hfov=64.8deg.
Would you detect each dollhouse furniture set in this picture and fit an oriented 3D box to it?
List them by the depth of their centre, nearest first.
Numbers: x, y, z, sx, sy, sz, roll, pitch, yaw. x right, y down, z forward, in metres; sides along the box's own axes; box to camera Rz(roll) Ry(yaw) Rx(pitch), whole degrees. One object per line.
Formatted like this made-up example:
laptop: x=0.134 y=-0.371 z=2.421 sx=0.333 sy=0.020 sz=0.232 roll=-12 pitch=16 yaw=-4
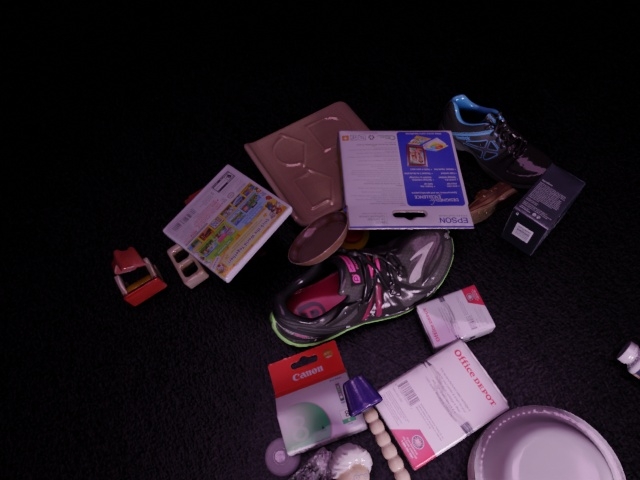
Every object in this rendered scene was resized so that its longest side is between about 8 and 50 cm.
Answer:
dollhouse furniture set: x=-0.342 y=0.038 z=1.267 sx=0.374 sy=0.201 sz=0.152 roll=-33 pitch=65 yaw=-9

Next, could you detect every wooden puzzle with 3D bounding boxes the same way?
wooden puzzle: x=0.011 y=-0.209 z=1.388 sx=0.347 sy=0.080 sz=0.322 roll=-26 pitch=62 yaw=-17

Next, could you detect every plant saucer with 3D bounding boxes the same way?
plant saucer: x=0.000 y=0.000 z=1.165 sx=0.168 sy=0.029 sz=0.168 roll=-31 pitch=28 yaw=19

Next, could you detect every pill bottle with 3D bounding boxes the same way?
pill bottle: x=0.709 y=0.274 z=1.084 sx=0.120 sy=0.067 sz=0.067 roll=38 pitch=75 yaw=22

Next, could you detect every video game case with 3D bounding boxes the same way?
video game case: x=-0.213 y=-0.045 z=1.164 sx=0.206 sy=0.026 sz=0.227 roll=34 pitch=71 yaw=19

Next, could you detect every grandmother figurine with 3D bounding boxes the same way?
grandmother figurine: x=0.076 y=0.575 z=0.982 sx=0.104 sy=0.207 sz=0.343 roll=-19 pitch=71 yaw=42

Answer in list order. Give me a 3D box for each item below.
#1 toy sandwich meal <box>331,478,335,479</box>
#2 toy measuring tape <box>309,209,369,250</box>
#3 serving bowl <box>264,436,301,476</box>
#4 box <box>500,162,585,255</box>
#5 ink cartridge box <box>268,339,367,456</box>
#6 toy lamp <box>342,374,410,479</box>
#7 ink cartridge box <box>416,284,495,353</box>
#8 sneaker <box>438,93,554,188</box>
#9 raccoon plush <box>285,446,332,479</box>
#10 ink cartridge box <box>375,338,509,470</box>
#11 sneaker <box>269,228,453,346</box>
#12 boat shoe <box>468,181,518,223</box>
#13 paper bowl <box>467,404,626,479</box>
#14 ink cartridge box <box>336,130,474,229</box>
toy sandwich meal: x=0.062 y=0.501 z=1.090 sx=0.085 sy=0.029 sz=0.086 roll=-3 pitch=65 yaw=7
toy measuring tape: x=0.115 y=-0.044 z=1.305 sx=0.330 sy=0.121 sz=0.121 roll=-27 pitch=64 yaw=-23
serving bowl: x=-0.086 y=0.480 z=1.122 sx=0.083 sy=0.027 sz=0.083 roll=-3 pitch=66 yaw=7
box: x=0.533 y=-0.072 z=1.220 sx=0.093 sy=0.156 sz=0.158 roll=38 pitch=75 yaw=21
ink cartridge box: x=-0.016 y=0.346 z=1.145 sx=0.180 sy=0.056 sz=0.225 roll=-20 pitch=57 yaw=-2
toy lamp: x=0.128 y=0.400 z=1.003 sx=0.080 sy=0.080 sz=0.275 roll=-29 pitch=67 yaw=-6
ink cartridge box: x=0.312 y=0.185 z=1.183 sx=0.150 sy=0.063 sz=0.109 roll=-20 pitch=64 yaw=-1
sneaker: x=0.460 y=-0.257 z=1.326 sx=0.340 sy=0.140 sz=0.125 roll=35 pitch=72 yaw=20
raccoon plush: x=-0.060 y=0.660 z=0.949 sx=0.446 sy=0.216 sz=0.299 roll=-40 pitch=74 yaw=-11
ink cartridge box: x=0.253 y=0.353 z=1.093 sx=0.237 sy=0.100 sz=0.172 roll=-31 pitch=65 yaw=-6
sneaker: x=0.105 y=0.099 z=1.175 sx=0.482 sy=0.202 sz=0.185 roll=-29 pitch=65 yaw=-5
boat shoe: x=0.422 y=-0.096 z=1.302 sx=0.178 sy=0.064 sz=0.060 roll=-28 pitch=59 yaw=-12
paper bowl: x=0.441 y=0.466 z=0.980 sx=0.284 sy=0.148 sz=0.284 roll=-3 pitch=60 yaw=5
ink cartridge box: x=0.201 y=-0.145 z=1.267 sx=0.303 sy=0.072 sz=0.307 roll=0 pitch=62 yaw=-5
